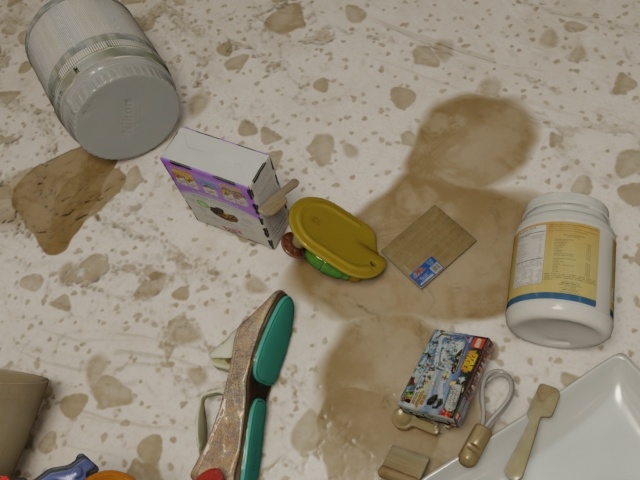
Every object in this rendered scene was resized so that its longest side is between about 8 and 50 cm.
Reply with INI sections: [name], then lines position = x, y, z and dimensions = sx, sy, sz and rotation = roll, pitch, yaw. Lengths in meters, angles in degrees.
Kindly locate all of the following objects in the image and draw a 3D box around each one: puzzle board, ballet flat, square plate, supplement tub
[puzzle board]
position = 0.179, 0.010, 1.042
dimensions = 0.128, 0.011, 0.096
rotation = -40, 65, -11
[ballet flat]
position = -0.124, 0.215, 0.933
dimensions = 0.106, 0.107, 0.315
rotation = 3, 62, 19
[square plate]
position = 0.355, 0.368, 0.779
dimensions = 0.347, 0.049, 0.344
rotation = -32, 56, -2
[supplement tub]
position = 0.355, 0.044, 0.920
dimensions = 0.145, 0.144, 0.199
rotation = 9, 64, 13

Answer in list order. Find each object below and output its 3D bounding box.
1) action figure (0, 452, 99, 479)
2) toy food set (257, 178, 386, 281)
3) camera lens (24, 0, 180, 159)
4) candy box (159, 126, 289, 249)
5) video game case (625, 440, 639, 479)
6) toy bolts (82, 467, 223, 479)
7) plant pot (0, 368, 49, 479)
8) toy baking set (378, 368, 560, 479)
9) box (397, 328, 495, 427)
[action figure]
position = -0.411, 0.428, 0.750
dimensions = 0.341, 0.178, 0.330
rotation = -24, 85, -34
[toy food set]
position = 0.000, 0.000, 1.023
dimensions = 0.218, 0.071, 0.128
rotation = 34, 42, -3
[camera lens]
position = -0.413, -0.316, 1.187
dimensions = 0.220, 0.219, 0.274
rotation = -32, 63, -8
[candy box]
position = -0.150, -0.082, 1.035
dimensions = 0.165, 0.196, 0.070
rotation = 20, 66, 18
[video game case]
position = 0.486, 0.394, 0.784
dimensions = 0.227, 0.026, 0.206
rotation = 20, 67, 18
[toy bolts]
position = -0.213, 0.388, 0.779
dimensions = 0.218, 0.229, 0.158
rotation = 45, 121, 15
[plant pot]
position = -0.548, 0.321, 0.883
dimensions = 0.257, 0.256, 0.273
rotation = 6, 80, 12
[toy baking set]
position = 0.199, 0.268, 0.848
dimensions = 0.256, 0.030, 0.196
rotation = -13, 45, 19
[box]
position = 0.182, 0.195, 0.902
dimensions = 0.094, 0.027, 0.137
rotation = 3, 50, 44
